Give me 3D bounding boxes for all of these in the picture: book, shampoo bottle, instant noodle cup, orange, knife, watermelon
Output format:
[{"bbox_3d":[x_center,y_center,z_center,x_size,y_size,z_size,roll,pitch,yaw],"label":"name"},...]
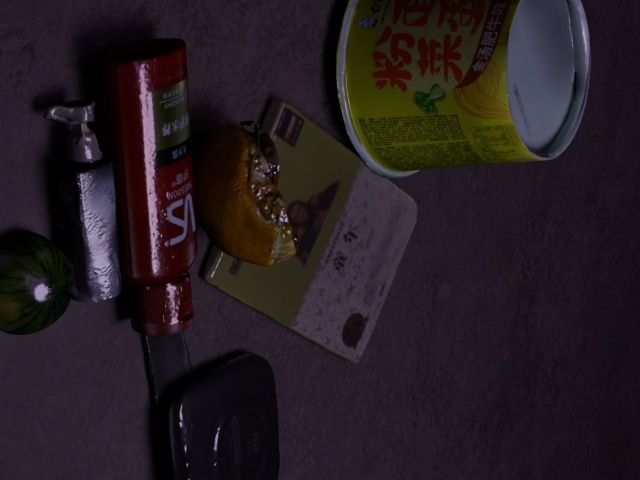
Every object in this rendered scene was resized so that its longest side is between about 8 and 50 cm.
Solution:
[{"bbox_3d":[0.000,0.000,1.815,0.352,0.035,0.239,34,75,-52],"label":"book"},{"bbox_3d":[-0.242,-0.041,1.466,0.063,0.057,0.208,-21,117,-43],"label":"shampoo bottle"},{"bbox_3d":[0.194,-0.225,1.816,0.311,0.221,0.311,-13,106,-55],"label":"instant noodle cup"},{"bbox_3d":[-0.089,-0.049,1.602,0.170,0.112,0.160,-101,-179,-56],"label":"orange"},{"bbox_3d":[-0.178,-0.055,1.526,0.118,0.076,0.314,-44,135,-63],"label":"shampoo bottle"},{"bbox_3d":[-0.166,0.196,1.673,0.072,0.019,0.245,-32,124,-49],"label":"knife"},{"bbox_3d":[-0.285,0.045,1.432,0.105,0.062,0.105,-16,110,-53],"label":"watermelon"}]

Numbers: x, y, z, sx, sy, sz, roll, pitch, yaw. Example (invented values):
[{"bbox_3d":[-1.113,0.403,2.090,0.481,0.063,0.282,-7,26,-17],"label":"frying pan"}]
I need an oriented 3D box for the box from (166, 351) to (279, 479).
[{"bbox_3d":[-0.113,0.250,1.721,0.201,0.042,0.212,-27,120,-55],"label":"box"}]
